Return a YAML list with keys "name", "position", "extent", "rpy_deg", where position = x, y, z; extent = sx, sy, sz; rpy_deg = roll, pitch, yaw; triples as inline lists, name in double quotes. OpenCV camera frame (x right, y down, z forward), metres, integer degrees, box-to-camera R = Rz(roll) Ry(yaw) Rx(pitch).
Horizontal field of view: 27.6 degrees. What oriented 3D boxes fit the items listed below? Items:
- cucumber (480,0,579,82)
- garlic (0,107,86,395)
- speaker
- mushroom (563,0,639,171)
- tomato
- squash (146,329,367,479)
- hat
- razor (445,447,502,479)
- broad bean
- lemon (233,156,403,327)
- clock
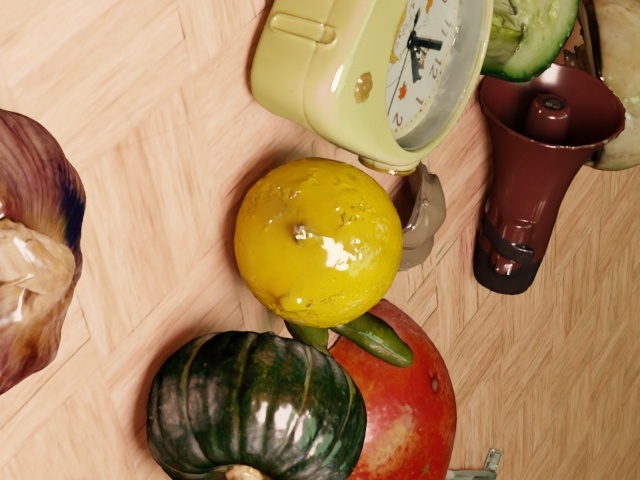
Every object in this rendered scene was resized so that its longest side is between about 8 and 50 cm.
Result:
- name: "cucumber"
  position: [0.225, -0.300, 1.581]
  extent: [0.191, 0.130, 0.191]
  rpy_deg: [-33, 131, -48]
- name: "garlic"
  position: [-0.242, 0.019, 0.899]
  extent: [0.245, 0.161, 0.244]
  rpy_deg: [16, 90, -72]
- name: "speaker"
  position: [0.286, -0.107, 1.860]
  extent: [0.329, 0.198, 0.259]
  rpy_deg: [101, -15, -49]
- name: "mushroom"
  position: [0.457, -0.244, 1.893]
  extent: [0.189, 0.164, 0.266]
  rpy_deg: [97, -11, -76]
- name: "tomato"
  position: [0.085, 0.264, 1.690]
  extent: [0.338, 0.144, 0.338]
  rpy_deg: [-36, 136, -45]
- name: "squash"
  position: [-0.064, 0.179, 1.278]
  extent: [0.218, 0.218, 0.172]
  rpy_deg: [44, 60, -61]
- name: "hat"
  position: [0.128, -0.023, 1.629]
  extent: [0.147, 0.085, 0.175]
  rpy_deg: [-62, 151, -16]
- name: "razor"
  position: [0.261, 0.400, 2.218]
  extent: [0.211, 0.036, 0.084]
  rpy_deg: [15, 93, -63]
- name: "broad bean"
  position: [0.023, 0.104, 1.482]
  extent: [0.049, 0.144, 0.292]
  rpy_deg: [-42, 168, 14]
- name: "lemon"
  position: [0.000, 0.000, 1.319]
  extent: [0.206, 0.174, 0.173]
  rpy_deg: [-32, 136, -64]
- name: "clock"
  position: [0.077, -0.216, 1.372]
  extent: [0.348, 0.117, 0.286]
  rpy_deg: [31, 80, -63]
